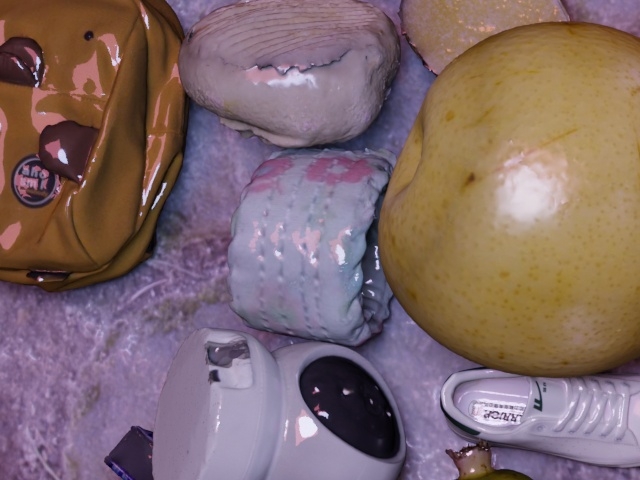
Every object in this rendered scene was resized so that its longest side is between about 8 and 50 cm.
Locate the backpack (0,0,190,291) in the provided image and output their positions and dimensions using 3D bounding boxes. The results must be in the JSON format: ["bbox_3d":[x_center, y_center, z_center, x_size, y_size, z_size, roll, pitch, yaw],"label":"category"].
[{"bbox_3d":[-0.317,-0.139,1.864,0.353,0.201,0.378,8,81,15],"label":"backpack"}]

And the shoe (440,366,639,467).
[{"bbox_3d":[0.240,0.168,1.656,0.265,0.110,0.095,-1,74,20],"label":"shoe"}]

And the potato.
[{"bbox_3d":[0.178,-0.209,1.795,0.200,0.081,0.164,38,81,19],"label":"potato"}]

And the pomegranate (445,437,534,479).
[{"bbox_3d":[0.163,0.272,1.650,0.130,0.130,0.130,-4,74,16],"label":"pomegranate"}]

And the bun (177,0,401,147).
[{"bbox_3d":[-0.032,-0.176,1.784,0.239,0.239,0.141,10,118,19],"label":"bun"}]

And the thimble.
[{"bbox_3d":[0.000,0.000,1.735,0.149,0.185,0.211,6,70,17],"label":"thimble"}]

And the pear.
[{"bbox_3d":[0.225,-0.038,1.596,0.348,0.348,0.348,-4,74,16],"label":"pear"}]

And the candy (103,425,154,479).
[{"bbox_3d":[-0.089,0.306,1.730,0.312,0.088,0.061,38,90,22],"label":"candy"}]

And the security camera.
[{"bbox_3d":[-0.031,0.195,1.677,0.236,0.194,0.195,14,77,-21],"label":"security camera"}]
